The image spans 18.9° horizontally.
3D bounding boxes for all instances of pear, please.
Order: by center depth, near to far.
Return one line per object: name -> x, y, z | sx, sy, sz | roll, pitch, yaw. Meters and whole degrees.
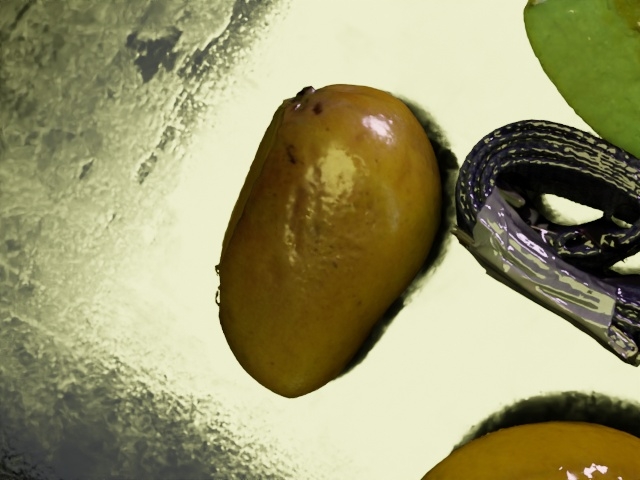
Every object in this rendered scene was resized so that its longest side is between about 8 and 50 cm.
pear -> 0.334, -0.152, 1.488 | 0.288, 0.139, 0.239 | -18, 109, 28

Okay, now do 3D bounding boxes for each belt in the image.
belt -> 0.211, 0.004, 1.522 | 0.230, 0.126, 0.139 | 32, 83, 9

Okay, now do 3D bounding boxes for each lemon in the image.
lemon -> 0.169, 0.256, 1.484 | 0.263, 0.236, 0.236 | -4, 91, -31

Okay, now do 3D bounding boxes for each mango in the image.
mango -> 0.000, 0.000, 1.566 | 0.167, 0.130, 0.262 | 27, 103, 5
